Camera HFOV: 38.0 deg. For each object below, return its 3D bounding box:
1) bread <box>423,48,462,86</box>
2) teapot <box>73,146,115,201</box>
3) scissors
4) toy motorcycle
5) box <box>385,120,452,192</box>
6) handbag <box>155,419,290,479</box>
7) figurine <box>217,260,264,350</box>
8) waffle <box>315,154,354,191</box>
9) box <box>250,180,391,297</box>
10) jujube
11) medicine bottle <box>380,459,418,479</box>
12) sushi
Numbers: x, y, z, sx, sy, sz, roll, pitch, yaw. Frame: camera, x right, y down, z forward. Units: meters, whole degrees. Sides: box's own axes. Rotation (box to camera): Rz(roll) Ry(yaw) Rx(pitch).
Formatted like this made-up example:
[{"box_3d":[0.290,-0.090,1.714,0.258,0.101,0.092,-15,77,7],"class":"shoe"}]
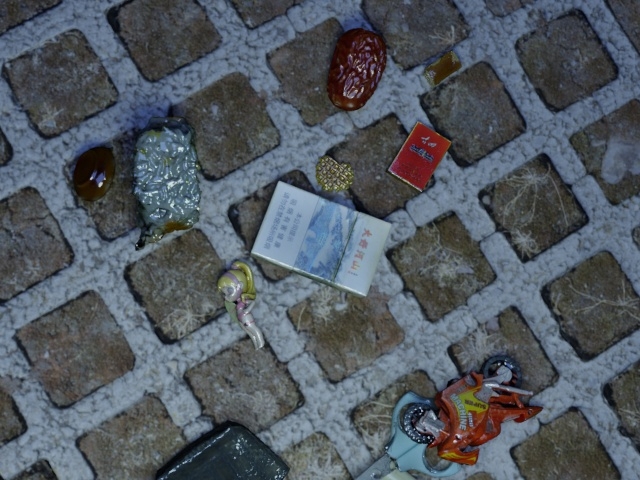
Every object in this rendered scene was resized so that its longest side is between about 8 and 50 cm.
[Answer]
[{"box_3d":[0.268,-0.379,2.040,0.083,0.036,0.047,-36,96,-11],"class":"bread"},{"box_3d":[-0.455,-0.138,1.908,0.098,0.078,0.129,-9,64,31],"class":"teapot"},{"box_3d":[0.134,0.447,1.853,0.360,0.029,0.191,-28,81,-31],"class":"scissors"},{"box_3d":[0.309,0.355,1.894,0.298,0.089,0.171,-26,72,-24],"class":"toy motorcycle"},{"box_3d":[0.213,-0.180,2.013,0.090,0.023,0.133,34,80,-3],"class":"box"},{"box_3d":[-0.209,0.479,1.848,0.270,0.088,0.175,-34,95,-10],"class":"handbag"},{"box_3d":[-0.153,0.134,1.906,0.083,0.083,0.188,-23,79,-9],"class":"figurine"},{"box_3d":[0.031,-0.143,1.990,0.085,0.016,0.078,6,86,-5],"class":"waffle"},{"box_3d":[0.000,0.000,1.939,0.256,0.069,0.164,21,80,-3],"class":"box"},{"box_3d":[0.075,-0.363,1.985,0.112,0.109,0.176,16,88,32],"class":"jujube"},{"box_3d":[0.218,0.541,1.895,0.230,0.059,0.059,37,80,0],"class":"medicine bottle"},{"box_3d":[-0.307,-0.116,1.861,0.139,0.184,0.274,-4,84,-6],"class":"sushi"}]
